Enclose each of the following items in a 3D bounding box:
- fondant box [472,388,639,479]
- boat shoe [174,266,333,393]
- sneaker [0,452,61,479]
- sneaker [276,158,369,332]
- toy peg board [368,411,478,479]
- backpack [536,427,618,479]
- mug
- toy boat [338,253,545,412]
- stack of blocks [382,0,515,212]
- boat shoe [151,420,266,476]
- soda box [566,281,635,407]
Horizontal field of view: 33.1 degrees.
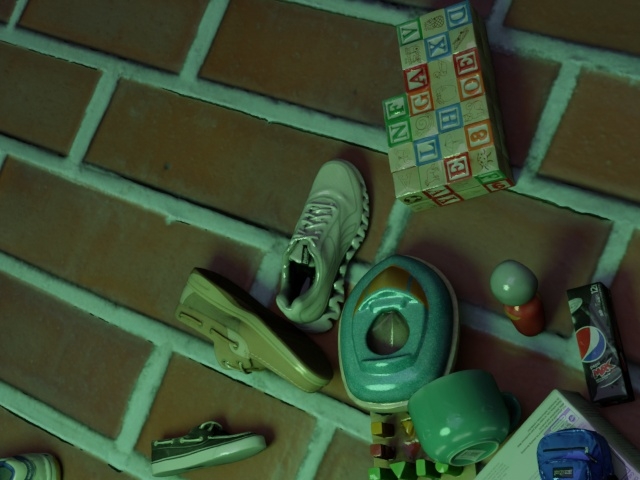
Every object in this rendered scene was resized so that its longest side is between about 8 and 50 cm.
[{"bbox_3d":[0.366,0.397,1.436,0.238,0.096,0.330,-51,58,14],"label":"fondant box"},{"bbox_3d":[-0.113,0.166,1.759,0.341,0.121,0.110,34,97,41],"label":"boat shoe"},{"bbox_3d":[-0.612,0.445,1.918,0.296,0.131,0.112,-28,66,19],"label":"sneaker"},{"bbox_3d":[0.000,0.000,1.744,0.110,0.118,0.292,5,76,30],"label":"sneaker"},{"bbox_3d":[0.141,0.292,1.605,0.161,0.079,0.160,-12,70,23],"label":"toy peg board"},{"bbox_3d":[0.326,0.298,1.366,0.098,0.101,0.120,-8,74,23],"label":"backpack"},{"bbox_3d":[0.209,0.249,1.494,0.158,0.129,0.097,-18,58,-1],"label":"mug"},{"bbox_3d":[0.171,0.110,1.586,0.318,0.148,0.267,-14,50,16],"label":"toy boat"},{"bbox_3d":[0.194,-0.213,1.722,0.171,0.087,0.297,-15,69,23],"label":"stack of blocks"},{"bbox_3d":[-0.190,0.334,1.764,0.219,0.078,0.070,-17,69,24],"label":"boat shoe"},{"bbox_3d":[0.397,0.148,1.527,0.053,0.060,0.169,-17,68,23],"label":"soda box"}]
